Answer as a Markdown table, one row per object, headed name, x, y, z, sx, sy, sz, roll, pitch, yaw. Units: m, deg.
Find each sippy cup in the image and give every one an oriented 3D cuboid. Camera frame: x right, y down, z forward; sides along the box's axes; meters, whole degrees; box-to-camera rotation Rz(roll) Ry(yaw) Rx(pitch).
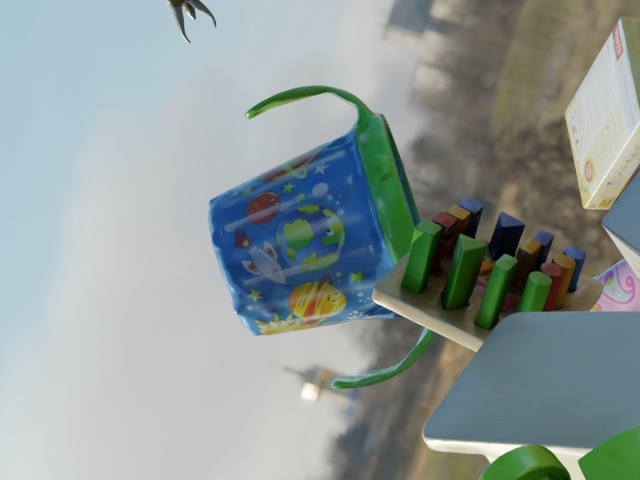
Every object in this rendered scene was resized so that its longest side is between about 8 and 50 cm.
| name | x | y | z | sx | sy | sz | roll | pitch | yaw |
| --- | --- | --- | --- | --- | --- | --- | --- | --- | --- |
| sippy cup | 0.000 | 0.000 | 2.066 | 0.240 | 0.224 | 0.305 | 63 | -170 | -56 |

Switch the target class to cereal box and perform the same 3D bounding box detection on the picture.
| name | x | y | z | sx | sy | sz | roll | pitch | yaw |
| --- | --- | --- | --- | --- | --- | --- | --- | --- | --- |
| cereal box | 0.413 | -0.176 | 2.582 | 0.240 | 0.047 | 0.173 | 115 | 154 | -58 |

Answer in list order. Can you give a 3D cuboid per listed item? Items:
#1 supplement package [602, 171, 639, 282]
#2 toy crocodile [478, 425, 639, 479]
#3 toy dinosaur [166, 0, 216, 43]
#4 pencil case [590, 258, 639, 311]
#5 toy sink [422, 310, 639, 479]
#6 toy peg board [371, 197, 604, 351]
| name | x | y | z | sx | sy | sz | roll | pitch | yaw |
| --- | --- | --- | --- | --- | --- | --- | --- | --- | --- |
| supplement package | 0.405 | -0.004 | 1.744 | 0.177 | 0.175 | 0.293 | -52 | -20 | 2 |
| toy crocodile | 0.121 | 0.251 | 1.220 | 0.340 | 0.105 | 0.115 | -49 | 43 | 8 |
| toy dinosaur | -0.253 | -0.343 | 2.122 | 0.121 | 0.313 | 0.160 | -49 | 53 | 34 |
| pencil case | 0.424 | 0.039 | 2.158 | 0.284 | 0.124 | 0.124 | -41 | 21 | 48 |
| toy sink | 0.224 | 0.152 | 1.418 | 0.153 | 0.234 | 0.131 | -50 | -59 | -34 |
| toy peg board | 0.156 | 0.020 | 1.609 | 0.160 | 0.161 | 0.079 | -42 | -28 | -50 |
